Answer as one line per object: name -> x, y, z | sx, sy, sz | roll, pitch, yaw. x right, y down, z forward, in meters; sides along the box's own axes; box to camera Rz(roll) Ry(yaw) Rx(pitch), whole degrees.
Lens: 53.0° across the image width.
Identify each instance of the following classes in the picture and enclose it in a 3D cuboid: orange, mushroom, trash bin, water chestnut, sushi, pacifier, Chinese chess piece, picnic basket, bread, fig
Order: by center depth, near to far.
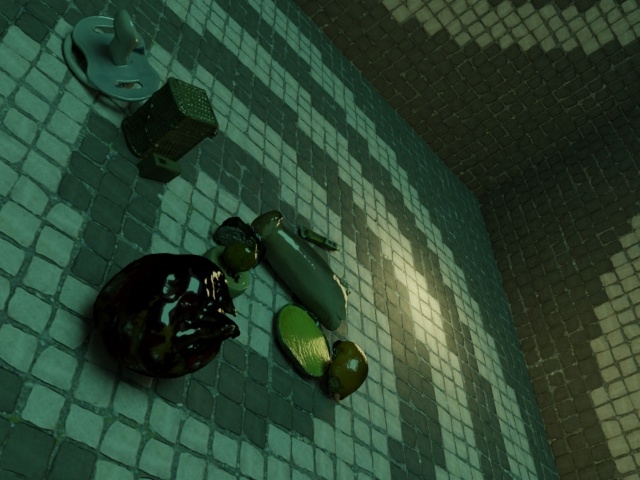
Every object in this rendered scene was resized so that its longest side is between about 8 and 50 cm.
water chestnut -> -0.301, 0.147, 1.291 | 0.289, 0.244, 0.289 | 40, 29, -28
fig -> -0.193, 0.036, 1.622 | 0.084, 0.098, 0.082 | 61, 25, -18
pacifier -> -0.524, -0.497, 1.651 | 0.228, 0.207, 0.278 | -11, 70, -43
Chinese chess piece -> -0.246, 0.081, 1.655 | 0.144, 0.059, 0.144 | 40, 31, -30
trash bin -> -0.415, -0.186, 1.658 | 0.092, 0.061, 0.042 | 16, 48, -57
picnic basket -> -0.396, -0.310, 1.669 | 0.154, 0.196, 0.134 | 12, 52, -54
sushi -> -0.215, 0.006, 1.757 | 0.150, 0.091, 0.078 | 49, 24, -12
bread -> -0.049, 0.280, 1.803 | 0.228, 0.034, 0.228 | 42, 31, -32
orange -> 0.080, 0.365, 1.820 | 0.160, 0.113, 0.169 | 20, 63, -73
mushroom -> -0.056, 0.079, 1.902 | 0.407, 0.138, 0.154 | 53, 37, -20

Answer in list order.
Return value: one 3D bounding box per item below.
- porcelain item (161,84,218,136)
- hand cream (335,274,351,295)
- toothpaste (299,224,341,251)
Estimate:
porcelain item -> -0.384, -0.379, 1.919 | 0.216, 0.069, 0.081 | 40, 27, -40
hand cream -> 0.004, 0.108, 2.068 | 0.235, 0.055, 0.086 | 39, 29, -18
toothpaste -> 0.000, 0.000, 2.186 | 0.204, 0.032, 0.049 | 26, 40, -42
